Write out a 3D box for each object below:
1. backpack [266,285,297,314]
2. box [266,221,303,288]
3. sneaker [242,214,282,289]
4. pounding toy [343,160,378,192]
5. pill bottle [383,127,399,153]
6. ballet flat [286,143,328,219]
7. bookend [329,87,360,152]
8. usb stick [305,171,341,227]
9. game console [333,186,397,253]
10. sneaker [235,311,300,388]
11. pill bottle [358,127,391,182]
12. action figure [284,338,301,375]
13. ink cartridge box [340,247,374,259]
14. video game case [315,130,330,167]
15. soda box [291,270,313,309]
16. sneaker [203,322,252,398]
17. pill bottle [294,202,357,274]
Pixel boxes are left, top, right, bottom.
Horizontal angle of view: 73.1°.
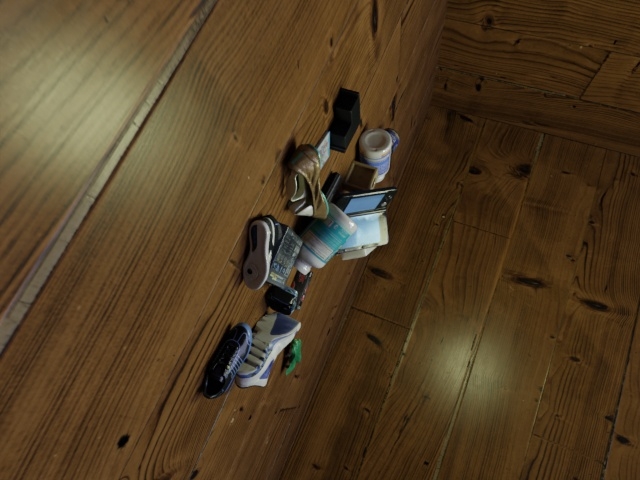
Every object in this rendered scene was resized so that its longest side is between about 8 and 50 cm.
[{"bbox_3d":[-0.131,0.212,1.542,0.114,0.105,0.084,98,19,-56],"label":"backpack"},{"bbox_3d":[-0.136,0.053,1.406,0.232,0.059,0.183,51,60,-74],"label":"box"},{"bbox_3d":[-0.157,0.031,1.254,0.121,0.079,0.216,-39,145,-61],"label":"sneaker"},{"bbox_3d":[0.199,-0.239,2.001,0.094,0.181,0.205,62,50,-72],"label":"pounding toy"},{"bbox_3d":[0.330,-0.493,2.261,0.219,0.123,0.122,-56,160,-46],"label":"pill bottle"},{"bbox_3d":[-0.052,-0.155,1.375,0.124,0.116,0.342,-42,155,-20],"label":"ballet flat"},{"bbox_3d":[0.080,-0.424,1.536,0.156,0.073,0.157,73,40,-65],"label":"bookend"},{"bbox_3d":[0.014,-0.154,1.711,0.077,0.045,0.277,96,18,-63],"label":"usb stick"},{"bbox_3d":[0.194,-0.088,1.886,0.250,0.294,0.173,120,-46,-59],"label":"game console"},{"bbox_3d":[-0.208,0.400,1.513,0.315,0.128,0.182,-42,153,-48],"label":"sneaker"},{"bbox_3d":[0.260,-0.397,2.076,0.272,0.153,0.152,80,33,-63],"label":"pill bottle"},{"bbox_3d":[-0.129,0.536,2.064,0.137,0.064,0.232,-54,162,-42],"label":"action figure"},{"bbox_3d":[0.179,-0.045,2.129,0.306,0.131,0.225,-26,104,-68],"label":"ink cartridge box"},{"bbox_3d":[-0.006,-0.289,1.514,0.119,0.015,0.166,89,25,-54],"label":"video game case"},{"bbox_3d":[-0.087,0.198,1.774,0.053,0.060,0.168,44,66,-76],"label":"soda box"},{"bbox_3d":[-0.272,0.354,1.262,0.090,0.082,0.232,40,71,-82],"label":"sneaker"},{"bbox_3d":[0.000,0.000,1.582,0.264,0.146,0.146,-47,166,4],"label":"pill bottle"}]
